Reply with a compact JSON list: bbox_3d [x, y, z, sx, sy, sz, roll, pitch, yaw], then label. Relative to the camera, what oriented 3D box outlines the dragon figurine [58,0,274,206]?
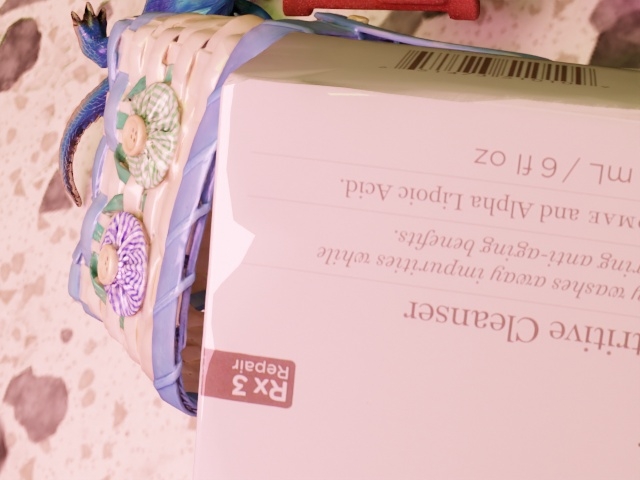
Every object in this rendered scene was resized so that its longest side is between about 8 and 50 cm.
[{"bbox_3d":[-0.084,-0.135,1.027,0.144,0.085,0.289,34,93,36],"label":"dragon figurine"}]

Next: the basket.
[{"bbox_3d":[0.000,0.000,0.845,0.289,0.201,0.255,20,105,35],"label":"basket"}]

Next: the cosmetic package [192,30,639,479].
[{"bbox_3d":[0.057,0.112,0.689,0.217,0.156,0.385,6,104,8],"label":"cosmetic package"}]

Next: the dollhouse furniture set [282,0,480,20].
[{"bbox_3d":[0.162,-0.240,0.866,0.374,0.152,0.201,4,54,9],"label":"dollhouse furniture set"}]
